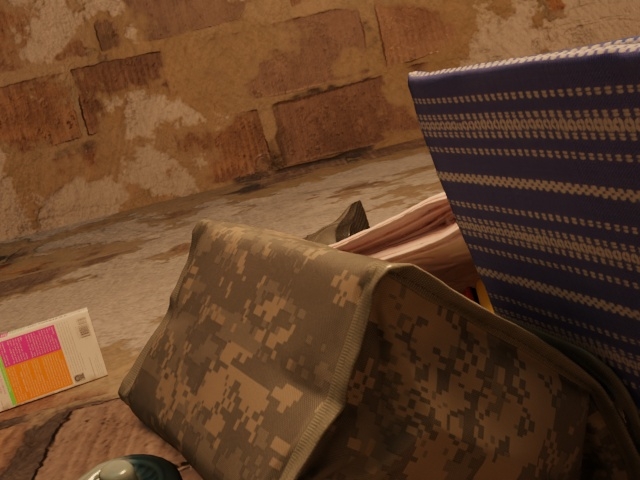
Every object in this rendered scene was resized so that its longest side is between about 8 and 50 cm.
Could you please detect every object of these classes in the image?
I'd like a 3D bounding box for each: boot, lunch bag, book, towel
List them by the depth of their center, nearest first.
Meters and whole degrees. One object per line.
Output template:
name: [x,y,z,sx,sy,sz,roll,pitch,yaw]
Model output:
towel: [0.174,0.047,0.467,0.040,0.336,0.243,-30,16,-17]
lunch bag: [0.055,0.113,0.523,0.287,0.169,0.235,29,-7,-29]
towel: [0.083,0.035,0.853,0.317,0.053,0.332,-20,-15,25]
book: [-0.370,0.158,1.088,0.144,0.096,0.035,-17,13,-15]
boot: [0.000,0.000,1.438,0.161,0.083,0.246,-16,10,15]

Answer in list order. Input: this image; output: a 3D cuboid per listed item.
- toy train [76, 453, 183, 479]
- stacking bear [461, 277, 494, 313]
toy train: [-0.154,0.244,0.436,0.334,0.142,0.190,-20,26,-33]
stacking bear: [0.185,0.080,0.718,0.289,0.164,0.175,-23,-20,13]
